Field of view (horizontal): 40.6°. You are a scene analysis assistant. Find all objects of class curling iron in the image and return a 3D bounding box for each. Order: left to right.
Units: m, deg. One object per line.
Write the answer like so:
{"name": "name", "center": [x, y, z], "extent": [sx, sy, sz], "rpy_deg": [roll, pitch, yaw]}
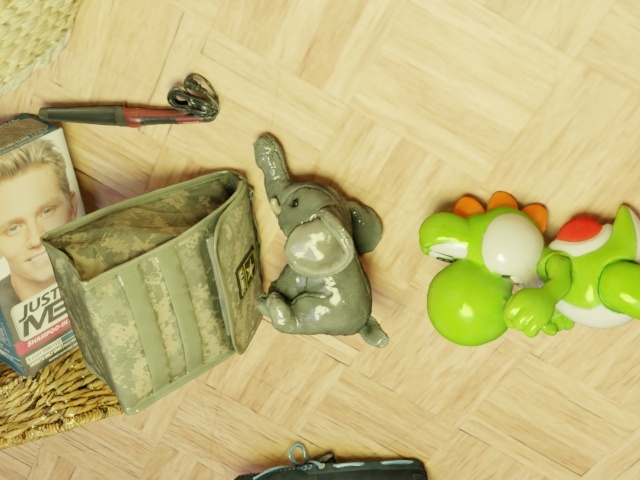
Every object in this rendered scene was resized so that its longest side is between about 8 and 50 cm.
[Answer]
{"name": "curling iron", "center": [-0.261, -0.183, 1.177], "extent": [0.274, 0.035, 0.068], "rpy_deg": [-2, 118, 19]}

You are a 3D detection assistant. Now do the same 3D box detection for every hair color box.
{"name": "hair color box", "center": [-0.434, 0.011, 1.269], "extent": [0.105, 0.174, 0.347], "rpy_deg": [21, 132, 37]}

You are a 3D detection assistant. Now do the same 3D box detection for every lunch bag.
{"name": "lunch bag", "center": [-0.194, 0.058, 1.181], "extent": [0.169, 0.287, 0.235], "rpy_deg": [33, 141, 42]}

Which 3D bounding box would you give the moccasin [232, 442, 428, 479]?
{"name": "moccasin", "center": [0.016, 0.420, 1.453], "extent": [0.342, 0.117, 0.138], "rpy_deg": [1, 136, 13]}

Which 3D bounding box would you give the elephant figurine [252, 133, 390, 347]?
{"name": "elephant figurine", "center": [0.000, 0.000, 1.151], "extent": [0.186, 0.169, 0.239], "rpy_deg": [3, 112, -17]}

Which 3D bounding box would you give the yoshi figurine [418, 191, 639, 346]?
{"name": "yoshi figurine", "center": [0.286, 0.077, 1.074], "extent": [0.362, 0.203, 0.203], "rpy_deg": [15, 133, 12]}

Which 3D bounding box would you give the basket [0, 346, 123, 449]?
{"name": "basket", "center": [-0.477, 0.290, 1.464], "extent": [0.299, 0.213, 0.223], "rpy_deg": [-21, 114, 30]}

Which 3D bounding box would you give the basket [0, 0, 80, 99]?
{"name": "basket", "center": [-0.445, -0.332, 0.941], "extent": [0.328, 0.331, 0.266], "rpy_deg": [37, 130, -8]}
